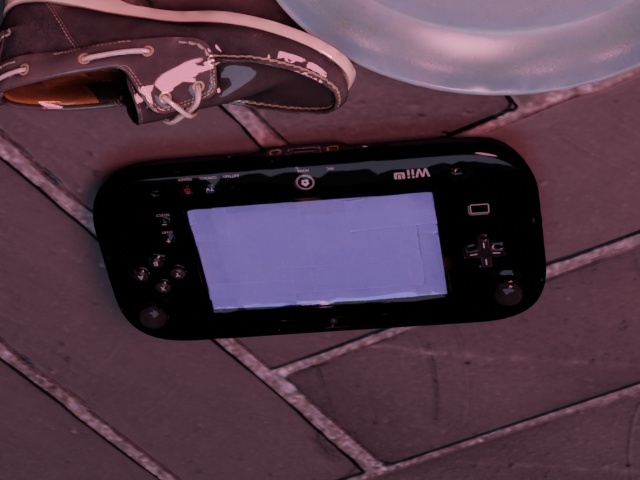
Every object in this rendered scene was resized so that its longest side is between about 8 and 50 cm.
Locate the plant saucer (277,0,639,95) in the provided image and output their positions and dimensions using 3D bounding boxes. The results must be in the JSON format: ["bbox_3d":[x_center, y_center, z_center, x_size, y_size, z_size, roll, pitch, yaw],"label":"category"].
[{"bbox_3d":[0.110,-0.209,1.168,0.317,0.044,0.317,1,141,1],"label":"plant saucer"}]

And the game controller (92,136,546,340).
[{"bbox_3d":[0.000,0.000,1.413,0.319,0.067,0.166,-5,140,8],"label":"game controller"}]

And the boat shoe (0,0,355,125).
[{"bbox_3d":[-0.095,-0.104,1.260,0.233,0.079,0.084,8,154,2],"label":"boat shoe"}]
